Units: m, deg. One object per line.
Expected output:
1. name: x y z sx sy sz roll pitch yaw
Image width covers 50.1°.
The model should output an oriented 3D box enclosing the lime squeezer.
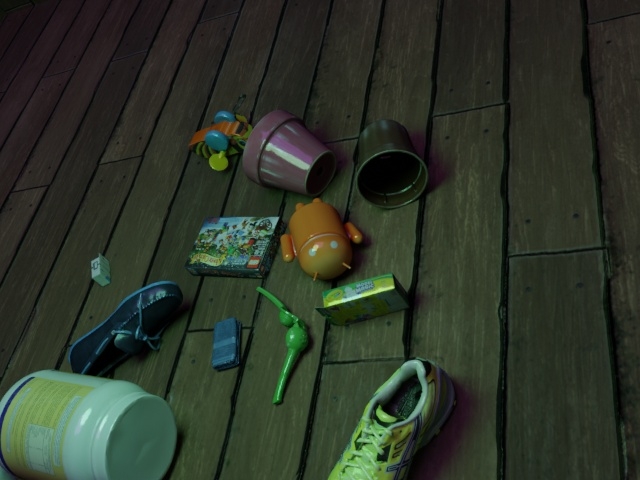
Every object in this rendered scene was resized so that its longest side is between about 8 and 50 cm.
1. lime squeezer: -0.076 0.203 1.516 0.110 0.059 0.310 -47 40 32

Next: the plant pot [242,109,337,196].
1. plant pot: -0.067 -0.205 1.737 0.180 0.201 0.201 31 74 26

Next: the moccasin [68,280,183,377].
1. moccasin: -0.458 0.236 1.661 0.342 0.138 0.116 -40 49 15

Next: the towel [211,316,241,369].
1. towel: -0.216 0.237 1.572 0.067 0.029 0.119 -18 49 16

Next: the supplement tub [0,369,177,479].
1. supplement tub: -0.496 0.408 1.450 0.332 0.241 0.240 1 56 30

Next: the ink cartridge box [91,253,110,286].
1. ink cartridge box: -0.610 0.081 1.903 0.028 0.048 0.083 -28 45 8

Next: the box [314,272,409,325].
1. box: 0.085 0.128 1.434 0.179 0.105 0.043 -18 55 16

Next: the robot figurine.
1. robot figurine: 0.002 -0.001 1.569 0.128 0.158 0.219 -54 36 32

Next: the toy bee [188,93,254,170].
1. toy bee: -0.244 -0.278 1.933 0.195 0.162 0.298 -59 25 -11

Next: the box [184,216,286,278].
1. box: -0.216 0.015 1.735 0.233 0.044 0.159 1 56 30

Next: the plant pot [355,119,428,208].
1. plant pot: 0.159 -0.189 1.617 0.167 0.167 0.165 -21 39 14

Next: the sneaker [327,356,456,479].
1. sneaker: 0.095 0.369 1.212 0.145 0.147 0.384 18 67 36

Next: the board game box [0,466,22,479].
1. board game box: -0.775 0.508 1.595 0.276 0.144 0.142 3 58 32
